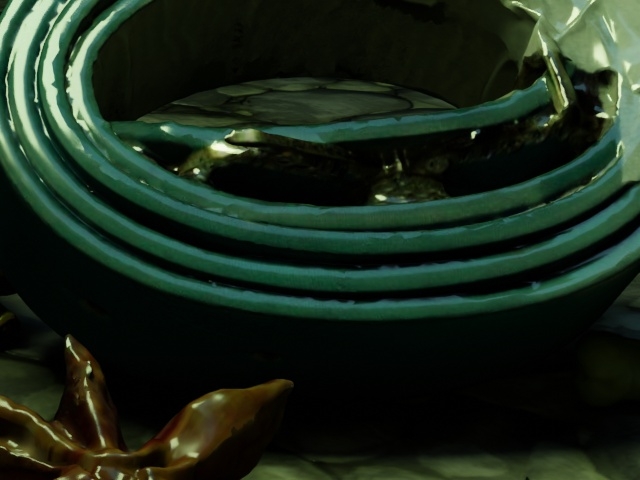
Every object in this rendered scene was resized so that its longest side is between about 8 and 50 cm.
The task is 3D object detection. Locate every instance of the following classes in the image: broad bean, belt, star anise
[{"bbox_3d":[0.190,0.080,1.102,0.083,0.045,0.063,2,16,-34],"label":"broad bean"},{"bbox_3d":[0.014,-0.065,1.072,0.437,0.300,0.173,-1,-24,-14],"label":"belt"},{"bbox_3d":[-0.082,0.127,0.767,0.196,0.111,0.212,-12,29,-28],"label":"star anise"}]

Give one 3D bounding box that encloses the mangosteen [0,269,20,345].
[{"bbox_3d":[-0.248,0.009,1.140,0.151,0.137,0.137,44,26,7],"label":"mangosteen"}]
